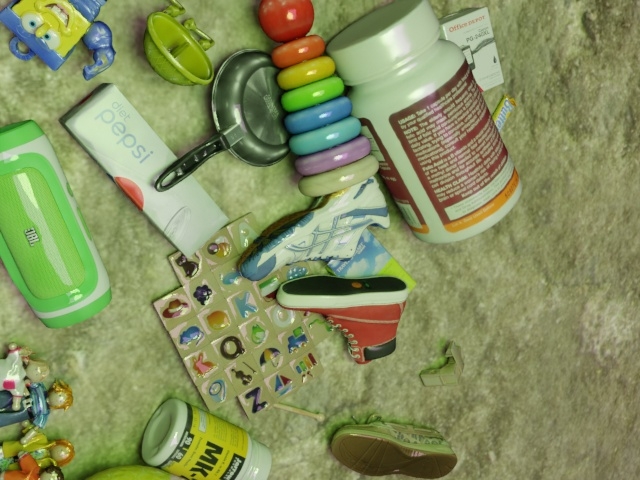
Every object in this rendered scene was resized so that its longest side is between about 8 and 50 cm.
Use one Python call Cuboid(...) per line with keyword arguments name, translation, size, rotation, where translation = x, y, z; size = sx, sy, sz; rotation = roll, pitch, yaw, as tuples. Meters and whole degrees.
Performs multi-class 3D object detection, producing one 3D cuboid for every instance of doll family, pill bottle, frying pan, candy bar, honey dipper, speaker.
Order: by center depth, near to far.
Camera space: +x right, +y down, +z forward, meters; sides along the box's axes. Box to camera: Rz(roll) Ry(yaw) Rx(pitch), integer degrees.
Cuboid(name="speaker", translation=(-0.419, -0.022, 1.123), size=(0.131, 0.131, 0.297), rotation=(-25, 111, -20))
Cuboid(name="doll family", translation=(-0.472, 0.291, 1.187), size=(0.163, 0.118, 0.263), rotation=(-7, 86, -18))
Cuboid(name="frying pan", translation=(-0.139, -0.205, 1.210), size=(0.326, 0.053, 0.197), rotation=(-20, 105, -45))
Cuboid(name="pill bottle", translation=(-0.196, 0.369, 1.319), size=(0.208, 0.119, 0.119), rotation=(32, 86, -28))
Cuboid(name="pill bottle", translation=(0.181, -0.209, 1.325), size=(0.224, 0.224, 0.392), rotation=(-38, 115, -15))
Cuboid(name="honey dipper", translation=(-0.060, 0.319, 1.426), size=(0.160, 0.030, 0.030), rotation=(23, 90, -29))
Cuboid(name="candy bar", translation=(0.348, -0.221, 1.520), size=(0.040, 0.018, 0.161), rotation=(32, 87, -28))

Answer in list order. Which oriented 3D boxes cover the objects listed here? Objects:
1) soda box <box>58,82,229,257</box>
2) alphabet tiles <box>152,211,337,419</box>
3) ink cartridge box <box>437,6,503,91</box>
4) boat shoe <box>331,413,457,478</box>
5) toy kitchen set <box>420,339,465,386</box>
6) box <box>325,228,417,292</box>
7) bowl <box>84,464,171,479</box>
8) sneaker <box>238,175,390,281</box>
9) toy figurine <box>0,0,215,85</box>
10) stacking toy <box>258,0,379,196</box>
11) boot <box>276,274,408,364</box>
Cuboid(name="soda box", translation=(-0.277, -0.109, 1.193), size=(0.098, 0.091, 0.286), rotation=(-43, 116, -12))
Cuboid(name="alphabet tiles", translation=(-0.125, 0.138, 1.347), size=(0.285, 0.011, 0.343), rotation=(-30, 109, -22))
Cuboid(name="ink cartridge box", translation=(0.274, -0.354, 1.429), size=(0.109, 0.063, 0.151), rotation=(-26, 111, -19))
Cuboid(name="boat shoe", translation=(0.142, 0.415, 1.525), size=(0.285, 0.089, 0.105), rotation=(20, 118, -26))
Cuboid(name="toy kitchen set", translation=(0.251, 0.249, 1.564), size=(0.068, 0.075, 0.083), rotation=(64, 32, -25))
Cuboid(name="box", translation=(0.093, 0.062, 1.439), size=(0.109, 0.042, 0.178), rotation=(-49, 116, -11))
Cuboid(name="bowl", translation=(-0.374, 0.471, 1.193), size=(0.156, 0.289, 0.290), rotation=(29, 87, -3))
Cuboid(name="sneaker", translation=(0.000, 0.000, 1.317), size=(0.296, 0.112, 0.131), rotation=(-35, 107, -13))
Cuboid(name="toy figurine", translation=(-0.353, -0.328, 1.114), size=(0.217, 0.191, 0.362), rotation=(-36, 119, 16))
Cuboid(name="stacking toy", translation=(-0.018, -0.245, 1.221), size=(0.141, 0.141, 0.330), rotation=(-23, 102, -20))
Cuboid(name="boot", translation=(0.033, 0.156, 1.386), size=(0.244, 0.088, 0.176), rotation=(2, 116, -15))
